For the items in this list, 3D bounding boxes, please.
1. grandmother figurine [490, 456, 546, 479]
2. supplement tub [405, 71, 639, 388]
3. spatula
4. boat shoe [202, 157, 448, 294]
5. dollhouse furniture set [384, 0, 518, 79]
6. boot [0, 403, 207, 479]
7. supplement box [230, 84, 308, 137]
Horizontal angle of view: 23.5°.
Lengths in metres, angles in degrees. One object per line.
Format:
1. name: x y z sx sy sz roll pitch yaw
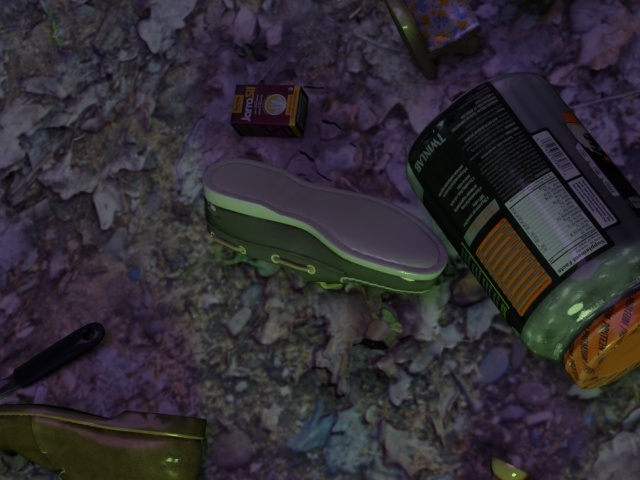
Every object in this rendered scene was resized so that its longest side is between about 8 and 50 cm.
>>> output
1. grandmother figurine: 0.161 0.405 1.576 0.208 0.104 0.342 20 79 44
2. supplement tub: 0.248 -0.010 1.643 0.194 0.193 0.316 -34 67 1
3. spatula: -0.385 0.175 1.831 0.296 0.030 0.084 -29 68 3
4. boat shoe: 0.002 -0.002 1.761 0.305 0.091 0.109 21 40 18
5. dollhouse furniture set: 0.173 -0.469 1.791 0.362 0.256 0.394 -30 66 3
6. boot: -0.286 0.244 1.739 0.305 0.112 0.115 4 83 9
7. supplement box: -0.061 -0.157 1.858 0.083 0.043 0.055 2 73 16
